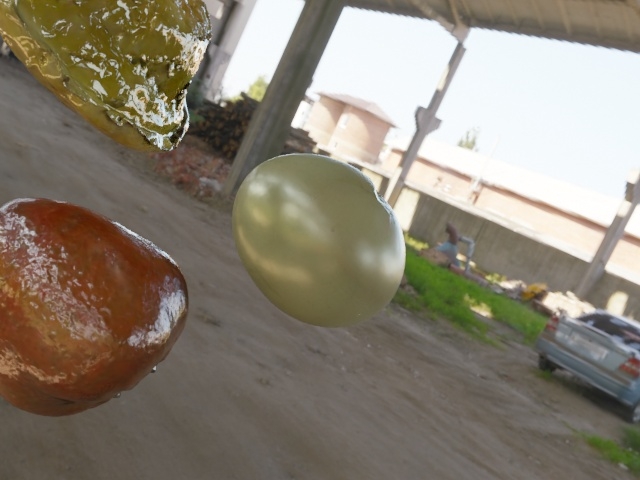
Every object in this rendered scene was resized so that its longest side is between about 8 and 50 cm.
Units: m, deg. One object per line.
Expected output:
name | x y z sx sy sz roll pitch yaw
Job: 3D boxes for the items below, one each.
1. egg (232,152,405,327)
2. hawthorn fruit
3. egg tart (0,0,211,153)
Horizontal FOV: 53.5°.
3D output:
egg | 0.000 0.000 0.878 0.269 0.219 0.219 54 -9 -27
hawthorn fruit | -0.253 0.044 0.601 0.251 0.199 0.199 51 -1 -14
egg tart | -0.205 -0.249 0.614 0.341 0.132 0.341 60 12 -22
